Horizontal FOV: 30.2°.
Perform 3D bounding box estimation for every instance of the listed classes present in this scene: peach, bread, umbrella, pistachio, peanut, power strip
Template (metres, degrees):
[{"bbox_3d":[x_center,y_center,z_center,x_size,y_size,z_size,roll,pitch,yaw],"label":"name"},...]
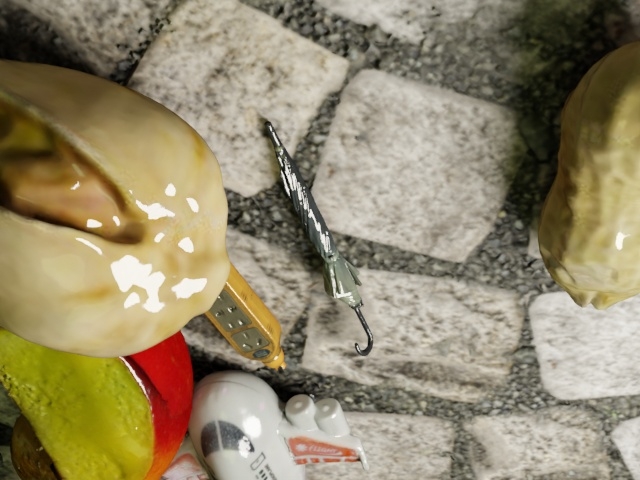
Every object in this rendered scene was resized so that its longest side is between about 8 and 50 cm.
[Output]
[{"bbox_3d":[-0.201,0.141,1.169,0.154,0.158,0.267,-14,115,23],"label":"peach"},{"bbox_3d":[-0.252,0.272,1.288,0.211,0.083,0.114,41,140,19],"label":"bread"},{"bbox_3d":[0.003,-0.003,1.119,0.044,0.044,0.269,2,126,39],"label":"umbrella"},{"bbox_3d":[-0.224,-0.034,0.994,0.321,0.229,0.238,28,162,-6],"label":"pistachio"},{"bbox_3d":[0.251,-0.049,0.987,0.130,0.130,0.290,5,137,2],"label":"peanut"},{"bbox_3d":[-0.084,0.072,1.189,0.049,0.028,0.178,-22,126,22],"label":"power strip"}]

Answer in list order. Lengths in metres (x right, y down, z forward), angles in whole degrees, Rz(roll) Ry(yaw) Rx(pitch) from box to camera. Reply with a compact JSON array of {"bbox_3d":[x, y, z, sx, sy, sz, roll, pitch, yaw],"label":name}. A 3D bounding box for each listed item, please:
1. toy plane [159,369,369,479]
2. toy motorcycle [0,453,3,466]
[{"bbox_3d":[-0.071,0.241,1.277,0.252,0.118,0.252,3,128,3],"label":"toy plane"},{"bbox_3d":[-0.442,0.204,1.321,0.106,0.074,0.190,-19,126,32],"label":"toy motorcycle"}]
